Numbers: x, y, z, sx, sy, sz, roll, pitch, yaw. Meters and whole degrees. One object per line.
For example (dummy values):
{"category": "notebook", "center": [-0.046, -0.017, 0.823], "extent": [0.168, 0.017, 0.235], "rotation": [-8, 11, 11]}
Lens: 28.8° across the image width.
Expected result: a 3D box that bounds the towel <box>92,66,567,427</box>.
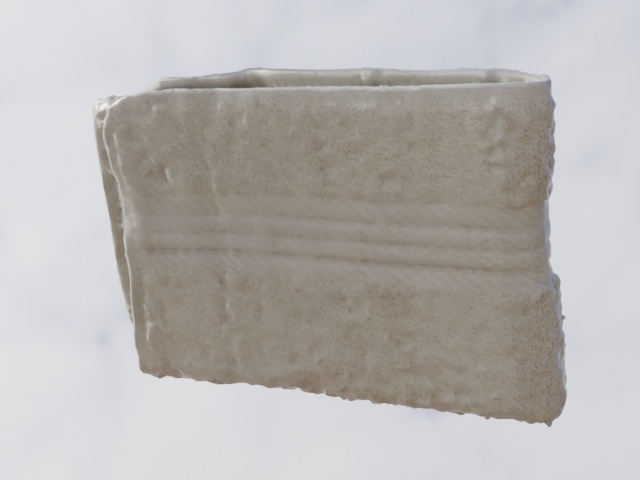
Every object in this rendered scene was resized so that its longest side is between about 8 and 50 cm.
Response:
{"category": "towel", "center": [0.000, 0.000, 0.691], "extent": [0.282, 0.049, 0.187], "rotation": [4, -69, 30]}
